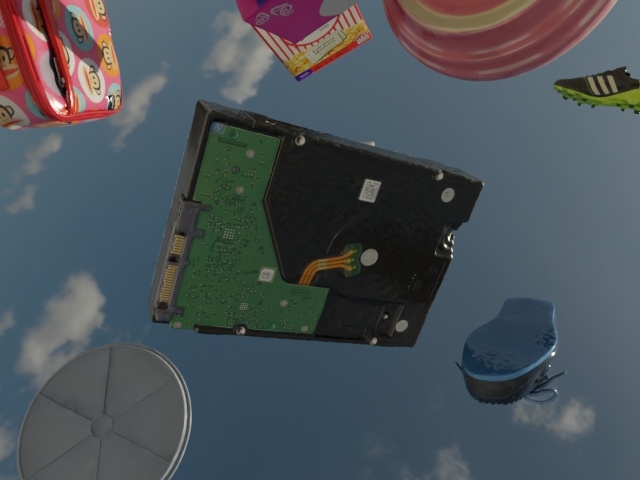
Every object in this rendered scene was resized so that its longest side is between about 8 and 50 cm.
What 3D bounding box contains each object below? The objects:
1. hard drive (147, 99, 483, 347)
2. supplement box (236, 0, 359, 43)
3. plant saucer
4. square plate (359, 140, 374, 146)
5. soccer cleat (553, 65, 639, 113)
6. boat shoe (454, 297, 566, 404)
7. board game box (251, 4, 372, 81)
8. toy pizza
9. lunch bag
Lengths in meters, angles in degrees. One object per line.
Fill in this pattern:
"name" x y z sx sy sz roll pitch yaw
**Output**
"hard drive" 0.000 0.000 0.628 0.064 0.338 0.237 47 -56 56
"supplement box" -0.051 -0.361 0.639 0.111 0.114 0.220 -24 -98 30
"plant saucer" 0.209 -0.370 0.681 0.332 0.084 0.333 1 -88 37
"square plate" -0.069 -0.056 1.168 0.347 0.344 0.049 -19 -119 -16
"soccer cleat" 0.516 -0.281 1.011 0.178 0.060 0.072 28 -85 44
"boat shoe" 0.233 0.138 0.635 0.109 0.258 0.089 6 -77 35
"board game box" -0.016 -0.339 0.855 0.146 0.193 0.045 -28 -108 14
"toy pizza" -0.243 0.215 0.632 0.201 0.032 0.201 -3 -121 6
"lunch bag" -0.400 -0.302 0.759 0.120 0.293 0.258 -8 -165 12
